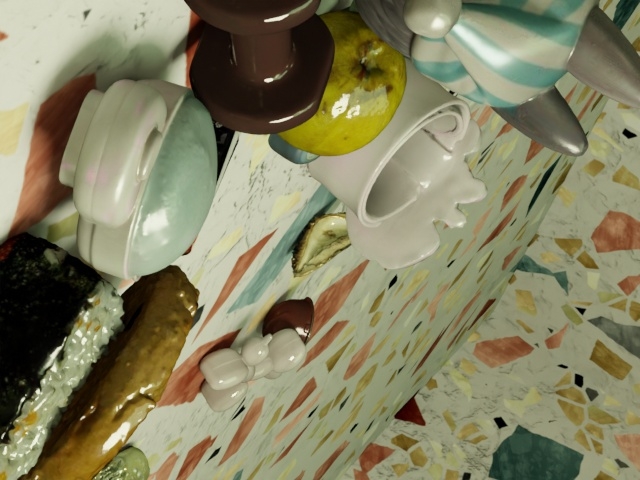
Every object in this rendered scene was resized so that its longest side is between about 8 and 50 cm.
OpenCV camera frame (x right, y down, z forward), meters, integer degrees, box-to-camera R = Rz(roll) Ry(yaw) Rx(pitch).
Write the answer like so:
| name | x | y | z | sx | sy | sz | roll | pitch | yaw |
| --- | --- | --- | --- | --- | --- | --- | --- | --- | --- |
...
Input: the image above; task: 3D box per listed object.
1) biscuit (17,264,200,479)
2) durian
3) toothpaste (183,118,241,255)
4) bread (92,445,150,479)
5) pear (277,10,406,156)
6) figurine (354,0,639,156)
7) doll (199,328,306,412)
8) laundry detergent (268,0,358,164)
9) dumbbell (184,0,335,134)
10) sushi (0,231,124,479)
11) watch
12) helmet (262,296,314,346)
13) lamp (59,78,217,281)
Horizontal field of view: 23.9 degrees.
| name | x | y | z | sx | sy | sz | roll | pitch | yaw |
| --- | --- | --- | --- | --- | --- | --- | --- | --- | --- |
| biscuit | -0.211 | 0.149 | 1.493 | 0.296 | 0.075 | 0.296 | -49 | -165 | 18 |
| durian | 0.002 | 0.007 | 2.114 | 0.130 | 0.066 | 0.052 | -38 | 161 | -20 |
| toothpaste | -0.117 | -0.060 | 1.454 | 0.071 | 0.045 | 0.193 | -12 | -133 | 43 |
| bread | -0.323 | 0.410 | 2.069 | 0.286 | 0.056 | 0.207 | -50 | 164 | -8 |
| pear | 0.013 | -0.162 | 1.557 | 0.149 | 0.149 | 0.162 | -43 | -175 | -36 |
| figurine | 0.167 | -0.263 | 1.352 | 0.266 | 0.378 | 0.361 | -54 | 167 | 3 |
| doll | -0.096 | 0.178 | 2.153 | 0.160 | 0.059 | 0.161 | -29 | 159 | -14 |
| laundry detergent | 0.014 | -0.185 | 1.691 | 0.097 | 0.061 | 0.206 | -28 | 151 | -56 |
| dumbbell | -0.053 | -0.195 | 1.296 | 0.225 | 0.124 | 0.140 | 90 | 16 | -67 |
| sushi | -0.277 | 0.110 | 1.338 | 0.225 | 0.126 | 0.136 | -52 | 166 | -10 |
| watch | 0.095 | -0.094 | 1.940 | 0.244 | 0.196 | 0.231 | -51 | 160 | 7 |
| helmet | -0.056 | 0.131 | 2.233 | 0.089 | 0.057 | 0.111 | -110 | -142 | -52 |
| lamp | -0.148 | -0.056 | 1.312 | 0.246 | 0.108 | 0.179 | 72 | 32 | -77 |
